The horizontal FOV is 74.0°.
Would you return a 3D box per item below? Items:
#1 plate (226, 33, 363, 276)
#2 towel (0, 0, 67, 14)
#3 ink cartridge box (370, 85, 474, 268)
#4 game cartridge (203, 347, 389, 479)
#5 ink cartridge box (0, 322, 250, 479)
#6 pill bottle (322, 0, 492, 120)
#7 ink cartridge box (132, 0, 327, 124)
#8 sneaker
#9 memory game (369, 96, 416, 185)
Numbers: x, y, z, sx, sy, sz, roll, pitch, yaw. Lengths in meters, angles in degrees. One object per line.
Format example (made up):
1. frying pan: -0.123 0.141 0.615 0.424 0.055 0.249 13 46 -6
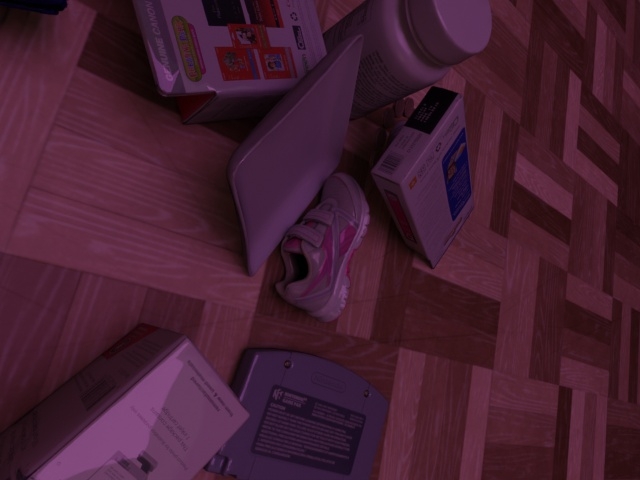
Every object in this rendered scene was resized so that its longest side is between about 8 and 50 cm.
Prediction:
1. plate: -0.041 -0.113 0.605 0.045 0.278 0.277 31 64 11
2. towel: -0.424 -0.311 0.397 0.308 0.076 0.228 -7 58 -36
3. ink cartridge box: 0.210 -0.089 0.790 0.176 0.069 0.371 -55 147 -8
4. game cartridge: -0.020 0.289 0.683 0.297 0.062 0.198 31 65 -30
5. ink cartridge box: -0.244 0.224 0.430 0.283 0.207 0.117 -42 108 -30
6. pill bottle: 0.112 -0.309 0.685 0.160 0.283 0.161 3 85 -36
7. ink cartridge box: -0.152 -0.336 0.590 0.271 0.130 0.310 -18 96 -37
8. sneaker: 0.000 0.000 0.690 0.111 0.103 0.253 22 73 -34
9. memory game: 0.145 -0.182 0.817 0.186 0.012 0.186 -32 132 -43
